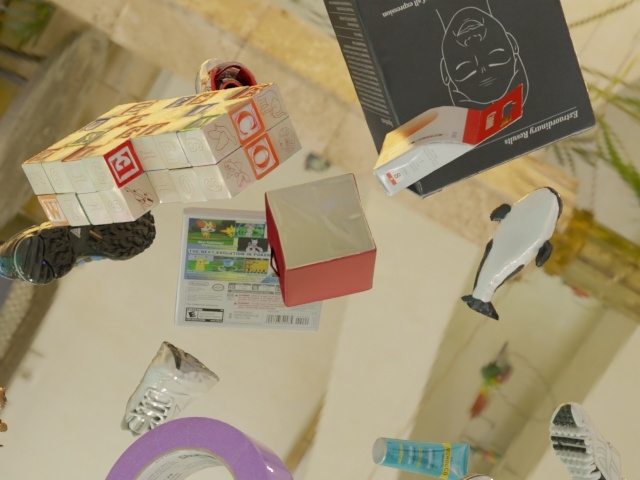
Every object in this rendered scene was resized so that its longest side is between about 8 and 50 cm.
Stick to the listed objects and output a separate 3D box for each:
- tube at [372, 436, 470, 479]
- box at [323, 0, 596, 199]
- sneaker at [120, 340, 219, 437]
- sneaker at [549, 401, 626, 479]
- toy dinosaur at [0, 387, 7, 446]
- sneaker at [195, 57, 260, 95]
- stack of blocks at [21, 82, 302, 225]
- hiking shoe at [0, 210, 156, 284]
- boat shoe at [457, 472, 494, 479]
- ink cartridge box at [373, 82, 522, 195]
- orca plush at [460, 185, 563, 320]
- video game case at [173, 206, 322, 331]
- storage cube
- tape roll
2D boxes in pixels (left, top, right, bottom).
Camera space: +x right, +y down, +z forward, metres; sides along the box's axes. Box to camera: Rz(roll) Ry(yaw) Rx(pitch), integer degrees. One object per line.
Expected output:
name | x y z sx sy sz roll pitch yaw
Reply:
tube | 0.199 0.420 2.262 0.052 0.207 0.080 -3 -104 62
box | 0.193 -0.309 1.762 0.294 0.395 0.212 -22 -165 -7
sneaker | -0.249 0.252 1.882 0.129 0.111 0.297 -56 -179 -26
sneaker | 0.585 0.460 2.543 0.118 0.292 0.110 -38 -153 -31
toy dinosaur | -0.488 0.245 1.627 0.212 0.112 0.064 -15 -177 33
sneaker | -0.134 -0.225 1.748 0.145 0.090 0.270 98 -14 -46
stack of blocks | -0.191 -0.098 1.377 0.297 0.087 0.171 -2 -151 44
hiking shoe | -0.405 -0.008 1.920 0.304 0.132 0.113 -19 103 -50
boat shoe | 0.208 0.500 2.118 0.302 0.109 0.094 -53 -142 34
ink cartridge box | 0.150 -0.132 1.375 0.179 0.045 0.145 -33 -167 21
orca plush | 0.399 0.024 2.303 0.102 0.151 0.287 4 108 -52
video game case | -0.149 0.068 2.583 0.036 0.329 0.299 -102 -163 -57
storage cube | 0.000 0.000 2.361 0.193 0.215 0.183 91 -14 -65
tape roll | -0.165 0.376 1.541 0.274 0.275 0.090 -60 146 -10
